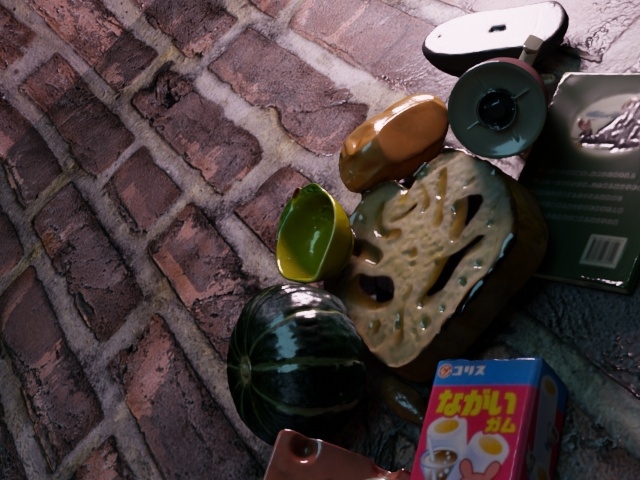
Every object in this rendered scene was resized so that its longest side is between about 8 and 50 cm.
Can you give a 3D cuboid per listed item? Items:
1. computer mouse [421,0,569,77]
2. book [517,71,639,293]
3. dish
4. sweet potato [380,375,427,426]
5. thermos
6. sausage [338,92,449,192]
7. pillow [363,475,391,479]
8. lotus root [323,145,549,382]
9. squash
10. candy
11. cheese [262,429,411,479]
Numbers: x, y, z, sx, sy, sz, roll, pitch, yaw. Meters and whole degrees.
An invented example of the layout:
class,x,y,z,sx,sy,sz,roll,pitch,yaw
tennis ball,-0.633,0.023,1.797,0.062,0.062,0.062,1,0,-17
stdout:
class,x,y,z,sx,sy,sz,roll,pitch,yaw
computer mouse,0.319,-0.349,1.719,0.270,0.086,0.137,-3,49,30
book,0.418,-0.100,1.444,0.260,0.043,0.371,11,66,47
dish,0.000,0.000,1.549,0.149,0.080,0.207,-40,39,30
sweet potato,0.132,0.245,1.393,0.049,0.049,0.117,-45,44,0
thermos,0.301,-0.238,1.521,0.176,0.146,0.265,-64,-8,23
sausage,0.132,-0.170,1.663,0.241,0.120,0.136,-35,2,-30
pillow,0.020,0.455,1.151,0.322,0.120,0.255,-37,74,32
lotus root,0.164,0.037,1.472,0.390,0.111,0.375,-17,46,41
squash,-0.043,0.192,1.454,0.252,0.165,0.252,9,100,61
candy,0.208,0.304,1.229,0.157,0.100,0.306,-9,52,39
cheese,0.042,0.353,1.281,0.177,0.203,0.128,3,55,27
